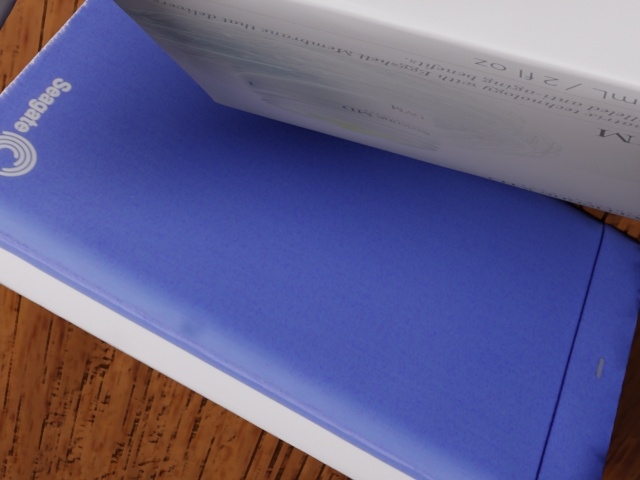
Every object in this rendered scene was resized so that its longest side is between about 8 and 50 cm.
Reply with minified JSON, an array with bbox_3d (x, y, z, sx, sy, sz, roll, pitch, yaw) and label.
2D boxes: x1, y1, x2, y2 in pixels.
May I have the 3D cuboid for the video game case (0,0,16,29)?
[{"bbox_3d":[-0.097,-0.207,0.405,0.061,0.269,0.244,14,160,-23],"label":"video game case"}]

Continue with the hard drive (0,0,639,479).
[{"bbox_3d":[0.000,0.000,0.624,0.318,0.210,0.040,29,135,-2],"label":"hard drive"}]

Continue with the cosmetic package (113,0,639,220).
[{"bbox_3d":[0.054,-0.109,0.484,0.224,0.138,0.224,16,177,11],"label":"cosmetic package"}]
